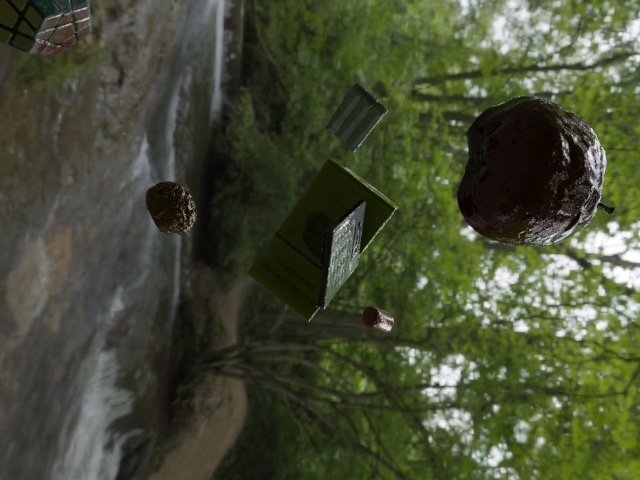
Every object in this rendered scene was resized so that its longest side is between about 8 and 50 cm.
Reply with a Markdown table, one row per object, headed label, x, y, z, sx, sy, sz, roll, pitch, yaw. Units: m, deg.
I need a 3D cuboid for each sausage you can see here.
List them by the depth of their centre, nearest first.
| label | x | y | z | sx | sy | sz | roll | pitch | yaw |
| --- | --- | --- | --- | --- | --- | --- | --- | --- | --- |
| sausage | 0.163 | 0.225 | 1.892 | 0.154 | 0.062 | 0.062 | 32 | 54 | -62 |

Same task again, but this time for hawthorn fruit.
| label | x | y | z | sx | sy | sz | roll | pitch | yaw |
| --- | --- | --- | --- | --- | --- | --- | --- | --- | --- |
| hawthorn fruit | 0.338 | -0.092 | 1.023 | 0.210 | 0.266 | 0.230 | -34 | -137 | 53 |

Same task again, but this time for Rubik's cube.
| label | x | y | z | sx | sy | sz | roll | pitch | yaw |
| --- | --- | --- | --- | --- | --- | --- | --- | --- | --- |
| Rubik's cube | -0.703 | -0.604 | 1.624 | 0.264 | 0.319 | 0.319 | 54 | 32 | -62 |

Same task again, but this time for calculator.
| label | x | y | z | sx | sy | sz | roll | pitch | yaw |
| --- | --- | --- | --- | --- | --- | --- | --- | --- | --- |
| calculator | 0.045 | 0.020 | 1.321 | 0.262 | 0.021 | 0.161 | -44 | 143 | -65 |

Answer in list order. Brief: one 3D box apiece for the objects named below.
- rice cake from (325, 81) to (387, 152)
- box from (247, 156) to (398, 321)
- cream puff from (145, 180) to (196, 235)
| label | x | y | z | sx | sy | sz | roll | pitch | yaw |
| --- | --- | --- | --- | --- | --- | --- | --- | --- | --- |
| rice cake | 0.096 | -0.327 | 1.784 | 0.038 | 0.124 | 0.211 | -53 | -172 | -29 |
| box | 0.000 | 0.000 | 1.501 | 0.335 | 0.187 | 0.047 | -53 | 175 | 18 |
| cream puff | -0.365 | -0.082 | 1.662 | 0.126 | 0.103 | 0.144 | -72 | 140 | -71 |
